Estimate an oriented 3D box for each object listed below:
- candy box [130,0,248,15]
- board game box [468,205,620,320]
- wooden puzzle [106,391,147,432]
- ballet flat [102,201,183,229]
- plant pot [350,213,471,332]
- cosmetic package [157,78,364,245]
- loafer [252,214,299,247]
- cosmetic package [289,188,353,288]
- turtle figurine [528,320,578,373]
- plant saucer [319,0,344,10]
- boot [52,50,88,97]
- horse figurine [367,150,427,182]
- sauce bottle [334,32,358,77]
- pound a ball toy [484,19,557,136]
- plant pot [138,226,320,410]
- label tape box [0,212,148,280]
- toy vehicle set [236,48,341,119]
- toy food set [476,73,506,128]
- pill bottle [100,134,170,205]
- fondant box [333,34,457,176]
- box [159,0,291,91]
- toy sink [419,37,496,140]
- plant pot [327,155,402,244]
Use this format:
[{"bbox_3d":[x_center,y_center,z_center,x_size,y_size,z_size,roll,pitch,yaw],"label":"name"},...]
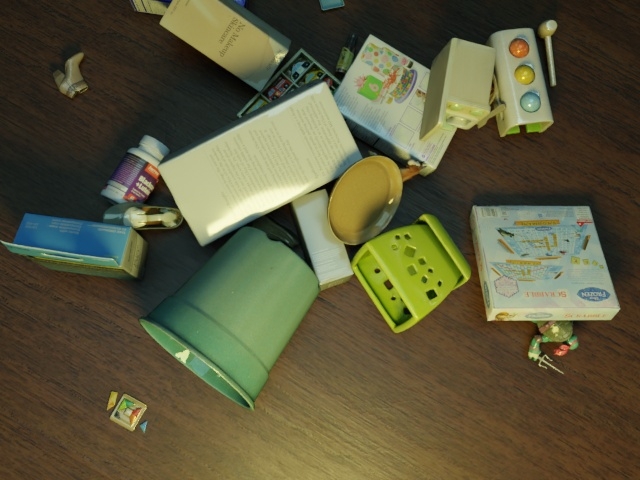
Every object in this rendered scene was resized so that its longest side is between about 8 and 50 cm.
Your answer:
[{"bbox_3d":[-0.349,-0.752,2.000,0.318,0.122,0.268,8,80,-3],"label":"candy box"},{"bbox_3d":[0.564,0.053,1.859,0.319,0.065,0.317,1,55,-3],"label":"board game box"},{"bbox_3d":[-0.480,0.427,1.801,0.116,0.014,0.078,21,78,1],"label":"wooden puzzle"},{"bbox_3d":[-0.440,-0.061,1.821,0.213,0.068,0.072,-4,98,-47],"label":"ballet flat"},{"bbox_3d":[0.232,0.074,1.816,0.207,0.228,0.227,-31,82,-17],"label":"plant pot"},{"bbox_3d":[-0.148,-0.199,1.807,0.454,0.161,0.230,-27,107,0],"label":"cosmetic package"},{"bbox_3d":[-0.119,-0.022,1.897,0.148,0.056,0.050,36,99,20],"label":"loafer"},{"bbox_3d":[0.000,0.000,1.863,0.107,0.127,0.237,-19,78,-8],"label":"cosmetic package"},{"bbox_3d":[0.590,0.213,1.863,0.175,0.118,0.234,-35,74,-17],"label":"turtle figurine"},{"bbox_3d":[0.011,-0.747,2.074,0.067,0.018,0.191,-14,79,-6],"label":"plant saucer"},{"bbox_3d":[-0.663,-0.445,1.962,0.118,0.042,0.087,-44,90,-10],"label":"boot"},{"bbox_3d":[0.138,-0.125,1.885,0.263,0.175,0.066,-57,49,20],"label":"horse figurine"},{"bbox_3d":[0.074,-0.516,2.018,0.042,0.042,0.128,16,76,0],"label":"sauce bottle"},{"bbox_3d":[0.579,-0.462,1.988,0.208,0.136,0.318,-7,79,-5],"label":"pound a ball toy"},{"bbox_3d":[-0.194,0.167,1.729,0.341,0.341,0.334,36,71,4],"label":"plant pot"},{"bbox_3d":[-0.564,0.010,1.712,0.249,0.347,0.115,8,78,-2],"label":"label tape box"},{"bbox_3d":[-0.079,-0.376,1.981,0.166,0.035,0.267,41,79,5],"label":"toy vehicle set"},{"bbox_3d":[0.424,-0.416,1.978,0.039,0.132,0.191,-13,78,-36],"label":"toy food set"},{"bbox_3d":[-0.474,-0.172,1.878,0.108,0.108,0.193,29,78,3],"label":"pill bottle"},{"bbox_3d":[0.208,-0.360,1.948,0.330,0.096,0.238,30,78,-5],"label":"fondant box"},{"bbox_3d":[-0.243,-0.544,1.896,0.311,0.121,0.148,31,113,-13],"label":"box"},{"bbox_3d":[0.353,-0.367,1.848,0.131,0.153,0.234,13,78,-8],"label":"toy sink"},{"bbox_3d":[0.105,-0.102,1.790,0.236,0.236,0.032,-46,46,-11],"label":"plant pot"}]
